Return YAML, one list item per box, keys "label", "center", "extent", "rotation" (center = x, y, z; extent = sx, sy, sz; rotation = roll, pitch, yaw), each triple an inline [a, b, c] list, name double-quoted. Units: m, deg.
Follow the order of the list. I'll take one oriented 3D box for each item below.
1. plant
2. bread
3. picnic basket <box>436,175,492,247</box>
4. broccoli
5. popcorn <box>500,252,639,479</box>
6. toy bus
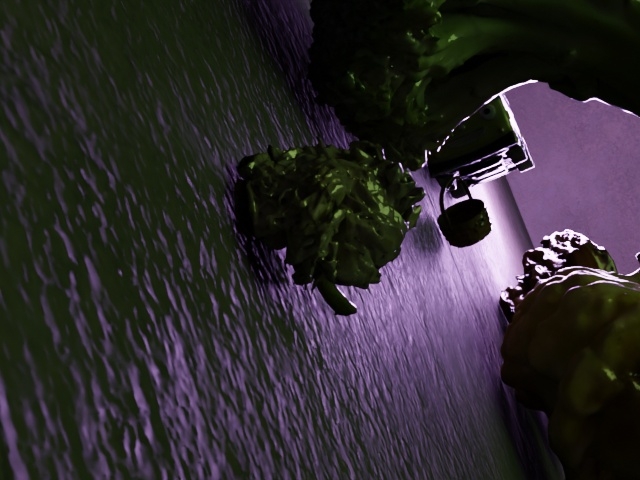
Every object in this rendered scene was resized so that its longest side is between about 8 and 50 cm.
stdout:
- label: "plant"
  center: [0.000, 0.000, 0.546]
  extent: [0.116, 0.104, 0.122]
  rotation: [-25, 131, -41]
- label: "bread"
  center: [0.386, 0.158, 1.470]
  extent: [0.277, 0.167, 0.324]
  rotation: [-50, 121, -84]
- label: "picnic basket"
  center: [0.175, -0.039, 1.196]
  extent: [0.072, 0.072, 0.083]
  rotation: [-81, 147, -64]
- label: "broccoli"
  center: [0.165, -0.159, 0.803]
  extent: [0.397, 0.275, 0.353]
  rotation: [26, 0, -25]
- label: "popcorn"
  center: [0.382, 0.207, 1.183]
  extent: [0.349, 0.349, 0.382]
  rotation: [-3, 110, -75]
- label: "toy bus"
  center: [0.216, -0.169, 1.399]
  extent: [0.287, 0.138, 0.175]
  rotation: [4, 66, -74]
